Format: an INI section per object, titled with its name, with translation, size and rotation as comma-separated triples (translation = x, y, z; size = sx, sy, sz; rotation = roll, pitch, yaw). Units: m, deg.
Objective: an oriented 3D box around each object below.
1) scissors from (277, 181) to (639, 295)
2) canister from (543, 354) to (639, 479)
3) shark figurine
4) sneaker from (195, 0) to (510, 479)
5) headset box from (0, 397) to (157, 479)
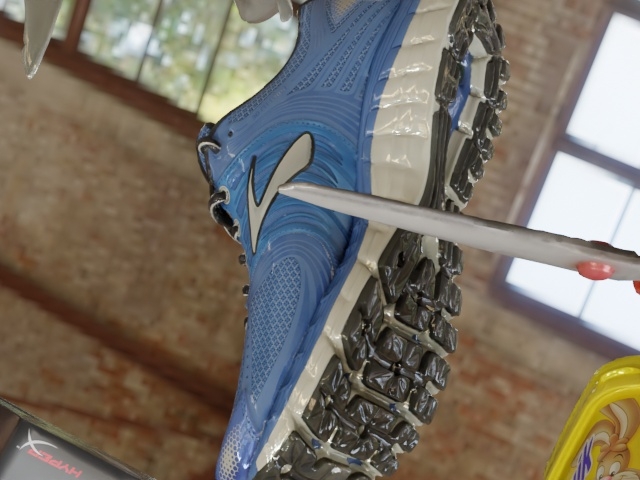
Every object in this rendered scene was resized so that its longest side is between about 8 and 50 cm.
[scissors]
translation = 0.131, 0.017, 0.802
size = 0.297, 0.021, 0.109
rotation = 6, 163, 4
[canister]
translation = 0.146, 0.157, 0.916
size = 0.073, 0.126, 0.170
rotation = 17, -139, -3
[shark figurine]
translation = -0.078, -0.184, 1.320
size = 0.278, 0.166, 0.116
rotation = -9, -121, -49
[sneaker]
translation = 0.000, 0.000, 1.071
size = 0.147, 0.330, 0.130
rotation = 4, 153, 28
[headset box]
translation = -0.234, 0.279, 1.384
size = 0.218, 0.293, 0.110
rotation = 34, 172, -39
